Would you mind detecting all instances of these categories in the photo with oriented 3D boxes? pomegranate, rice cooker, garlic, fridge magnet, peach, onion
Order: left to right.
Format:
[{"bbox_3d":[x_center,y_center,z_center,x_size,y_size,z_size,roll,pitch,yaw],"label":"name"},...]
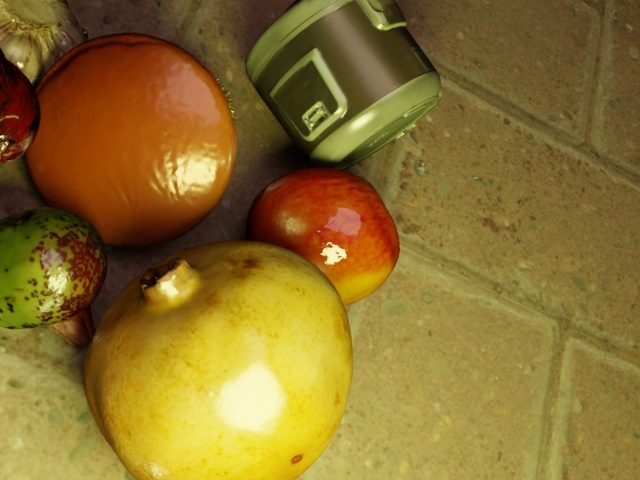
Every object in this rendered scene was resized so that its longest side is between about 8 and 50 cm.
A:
[{"bbox_3d":[-0.555,-0.217,1.264,0.281,0.221,0.281,39,26,-24],"label":"onion"},{"bbox_3d":[-0.537,-0.354,1.455,0.245,0.160,0.245,30,39,-27],"label":"garlic"},{"bbox_3d":[-0.426,0.072,1.307,0.214,0.214,0.248,-41,122,-34],"label":"pomegranate"},{"bbox_3d":[-0.321,-0.168,1.408,0.363,0.155,0.363,0,97,4],"label":"fridge magnet"},{"bbox_3d":[-0.155,0.180,1.247,0.417,0.416,0.416,10,64,-22],"label":"pomegranate"},{"bbox_3d":[0.000,0.000,1.513,0.281,0.238,0.281,-3,106,-10],"label":"peach"},{"bbox_3d":[0.038,-0.331,1.621,0.335,0.335,0.325,-31,85,-33],"label":"rice cooker"}]

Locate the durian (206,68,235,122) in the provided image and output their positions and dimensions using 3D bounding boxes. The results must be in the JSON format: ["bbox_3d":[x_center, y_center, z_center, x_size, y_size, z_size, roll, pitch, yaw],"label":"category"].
[{"bbox_3d":[-0.239,-0.251,1.556,0.159,0.146,0.198,-13,83,-34],"label":"durian"}]
